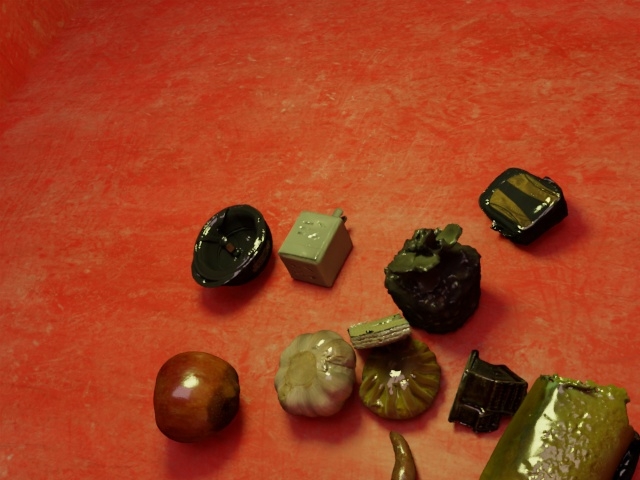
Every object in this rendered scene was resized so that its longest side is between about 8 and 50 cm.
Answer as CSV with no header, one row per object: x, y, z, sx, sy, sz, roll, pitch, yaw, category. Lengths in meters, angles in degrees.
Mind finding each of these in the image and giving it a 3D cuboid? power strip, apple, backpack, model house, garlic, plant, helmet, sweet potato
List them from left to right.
-0.309,0.398,1.719,0.230,0.230,0.230,-12,49,14,apple
-0.246,0.039,2.021,0.230,0.160,0.279,14,71,32,helmet
-0.007,0.330,1.679,0.228,0.152,0.228,-22,49,27,garlic
0.000,0.000,1.961,0.140,0.139,0.224,10,58,30,power strip
0.175,0.532,1.503,0.078,0.058,0.255,-22,39,33,sweet potato
0.269,0.074,1.672,0.213,0.312,0.215,24,68,40,plant
0.383,0.354,1.546,0.152,0.106,0.165,18,97,21,model house
0.534,-0.099,1.833,0.206,0.133,0.258,-39,41,0,backpack

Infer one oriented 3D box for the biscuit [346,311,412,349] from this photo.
0.143,0.223,1.669,0.147,0.250,0.046,-17,88,-1,biscuit

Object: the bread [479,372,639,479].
0.471,0.447,1.359,0.251,0.208,0.376,22,67,40,bread

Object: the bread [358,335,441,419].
0.189,0.325,1.638,0.213,0.105,0.213,-10,49,11,bread
